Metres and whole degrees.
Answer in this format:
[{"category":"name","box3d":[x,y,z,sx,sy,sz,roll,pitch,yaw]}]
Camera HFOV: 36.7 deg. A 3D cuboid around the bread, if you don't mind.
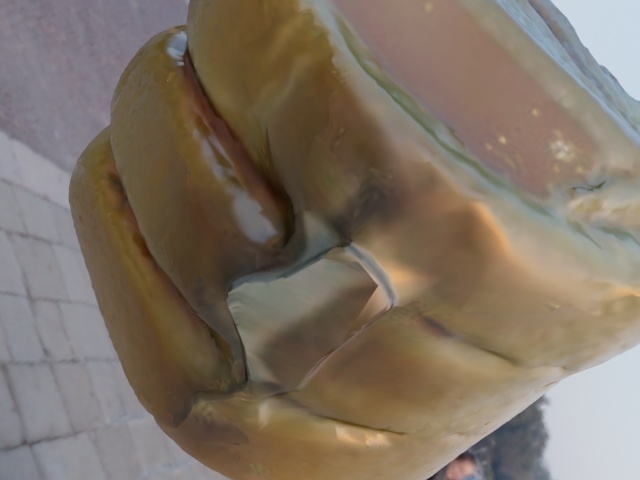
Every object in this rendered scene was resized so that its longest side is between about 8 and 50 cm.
[{"category":"bread","box3d":[0.000,0.000,0.534,0.300,0.341,0.210,50,37,-2]}]
